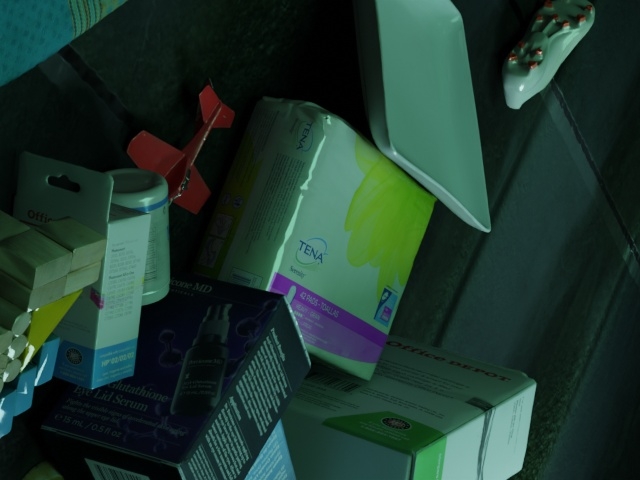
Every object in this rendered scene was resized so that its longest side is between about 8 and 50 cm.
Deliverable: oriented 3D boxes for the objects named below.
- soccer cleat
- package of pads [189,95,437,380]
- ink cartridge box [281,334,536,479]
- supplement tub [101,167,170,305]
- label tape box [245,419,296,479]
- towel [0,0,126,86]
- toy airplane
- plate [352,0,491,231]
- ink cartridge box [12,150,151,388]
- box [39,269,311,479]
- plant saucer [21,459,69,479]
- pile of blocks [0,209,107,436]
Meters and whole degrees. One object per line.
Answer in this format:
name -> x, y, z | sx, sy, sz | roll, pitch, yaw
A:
soccer cleat -> 0.282, -0.241, 2.191 | 0.196, 0.068, 0.076 | -47, 155, -37
package of pads -> 0.000, 0.000, 1.786 | 0.296, 0.101, 0.229 | 32, 77, -60
ink cartridge box -> 0.079, 0.212, 1.907 | 0.289, 0.211, 0.121 | -18, 119, -55
supplement tub -> -0.168, -0.004, 1.533 | 0.071, 0.071, 0.107 | -32, 131, -49
label tape box -> -0.117, 0.337, 1.746 | 0.240, 0.106, 0.333 | -49, 143, -36
towel -> -0.198, -0.298, 1.378 | 0.370, 0.040, 0.271 | -44, 139, -43
toy airplane -> -0.122, -0.081, 1.615 | 0.151, 0.028, 0.151 | -37, 135, -48
plate -> 0.099, -0.170, 1.839 | 0.278, 0.045, 0.277 | 35, 46, -59
ink cartridge box -> -0.203, 0.020, 1.450 | 0.061, 0.104, 0.181 | -14, 116, -57
box -> -0.127, 0.140, 1.578 | 0.207, 0.153, 0.108 | -60, 147, -34
plant saucer -> -0.248, 0.240, 1.569 | 0.083, 0.015, 0.083 | -34, 132, -49
pile of blocks -> -0.310, 0.119, 1.328 | 0.362, 0.113, 0.149 | -51, 154, -21
